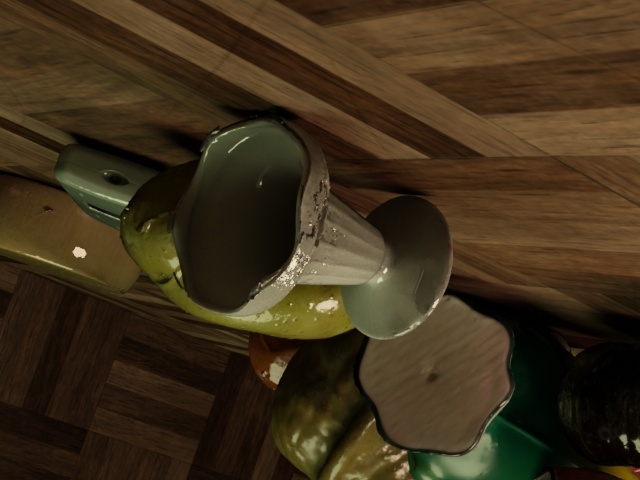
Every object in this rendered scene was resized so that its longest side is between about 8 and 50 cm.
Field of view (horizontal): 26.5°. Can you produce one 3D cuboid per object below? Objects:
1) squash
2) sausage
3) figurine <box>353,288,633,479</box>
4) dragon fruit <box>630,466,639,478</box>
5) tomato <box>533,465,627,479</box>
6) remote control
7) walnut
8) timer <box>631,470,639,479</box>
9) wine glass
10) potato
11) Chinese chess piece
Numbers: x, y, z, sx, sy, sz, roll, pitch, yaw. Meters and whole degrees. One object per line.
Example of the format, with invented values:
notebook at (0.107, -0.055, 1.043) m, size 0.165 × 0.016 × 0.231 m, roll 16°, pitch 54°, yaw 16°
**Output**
squash at (0.342, 0.172, 1.410) m, size 0.193 × 0.155 × 0.193 m, roll 24°, pitch 180°, yaw 0°
sausage at (0.011, 0.196, 2.175) m, size 0.268 × 0.153 × 0.141 m, roll 23°, pitch -156°, yaw -4°
figurine at (0.201, 0.195, 1.588) m, size 0.324 × 0.231 × 0.340 m, roll 31°, pitch 180°, yaw 39°
dragon fruit at (0.529, 0.419, 2.533) m, size 0.274 × 0.126 × 0.161 m, roll 20°, pitch 171°, yaw -12°
tomato at (0.293, 0.331, 1.423) m, size 0.155 × 0.180 × 0.214 m, roll 2°, pitch 167°, yaw 0°
remote control at (-0.214, -0.044, 1.554) m, size 0.140 × 0.056 × 0.296 m, roll 20°, pitch 172°, yaw 2°
walnut at (0.083, 0.248, 1.938) m, size 0.282 × 0.277 × 0.253 m, roll 33°, pitch -175°, yaw -17°
timer at (0.291, 0.363, 2.140) m, size 0.387 × 0.376 × 0.376 m, roll -20°, pitch 158°, yaw 14°
wine glass at (0.000, 0.000, 1.104) m, size 0.196 × 0.164 × 0.165 m, roll 20°, pitch 172°, yaw -38°
potato at (-0.062, 0.006, 1.269) m, size 0.248 × 0.169 × 0.143 m, roll 22°, pitch 133°, yaw -2°
Chinese chess piece at (-0.379, -0.008, 1.948) m, size 0.273 × 0.102 × 0.273 m, roll 18°, pitch 172°, yaw 3°
